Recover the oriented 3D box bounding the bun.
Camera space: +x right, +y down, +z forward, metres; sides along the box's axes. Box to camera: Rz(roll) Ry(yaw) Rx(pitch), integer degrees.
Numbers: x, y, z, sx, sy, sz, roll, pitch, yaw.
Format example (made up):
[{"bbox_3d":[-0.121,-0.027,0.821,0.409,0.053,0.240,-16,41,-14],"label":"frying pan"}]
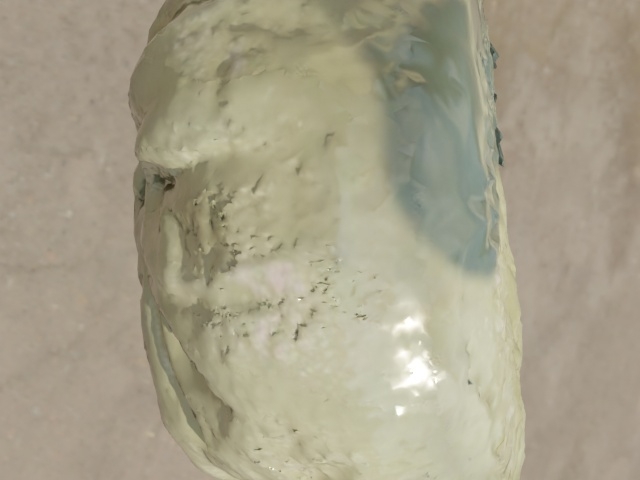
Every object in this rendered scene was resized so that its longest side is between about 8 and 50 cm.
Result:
[{"bbox_3d":[0.000,0.000,0.778,0.360,0.210,0.360,-5,90,-82],"label":"bun"}]
